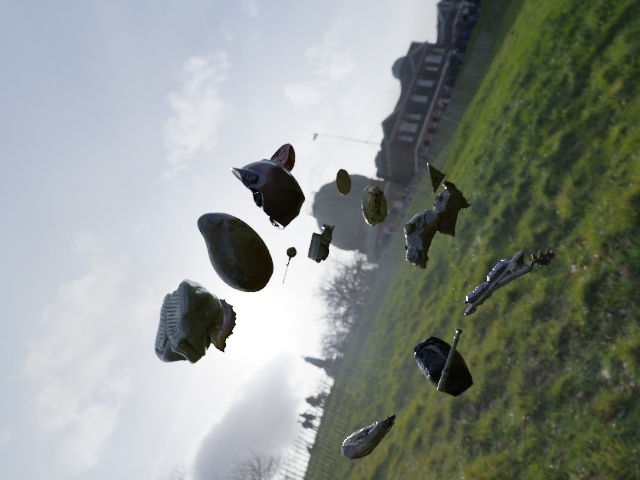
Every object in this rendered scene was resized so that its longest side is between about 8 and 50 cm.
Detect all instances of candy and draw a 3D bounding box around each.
[{"bbox_3d":[-0.151,0.115,2.252,0.049,0.056,0.184,31,-108,-59],"label":"candy"}]

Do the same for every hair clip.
[{"bbox_3d":[0.566,0.146,1.584,0.106,0.084,0.292,5,-46,-48],"label":"hair clip"}]

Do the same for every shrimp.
[{"bbox_3d":[0.141,0.554,1.391,0.190,0.101,0.042,-31,-70,-18],"label":"shrimp"}]

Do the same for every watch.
[{"bbox_3d":[0.002,0.000,2.183,0.164,0.102,0.268,-58,-10,-34],"label":"watch"}]

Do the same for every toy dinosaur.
[{"bbox_3d":[0.760,0.063,1.676,0.154,0.049,0.055,-21,-89,-31],"label":"toy dinosaur"}]

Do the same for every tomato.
[{"bbox_3d":[-0.172,-0.336,2.171,0.082,0.174,0.166,31,-132,-33],"label":"tomato"}]

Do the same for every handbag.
[{"bbox_3d":[0.472,0.483,1.865,0.215,0.155,0.169,41,-165,-33],"label":"handbag"}]

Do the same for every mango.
[{"bbox_3d":[-0.280,0.033,1.608,0.193,0.316,0.146,-35,7,9],"label":"mango"}]

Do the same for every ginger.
[{"bbox_3d":[0.302,-0.040,1.299,0.290,0.084,0.122,-48,-69,-27],"label":"ginger"}]

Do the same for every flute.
[{"bbox_3d":[0.444,0.410,1.673,0.233,0.027,0.027,-63,-22,-26],"label":"flute"}]

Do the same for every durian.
[{"bbox_3d":[-0.503,0.375,2.396,0.195,0.305,0.186,-54,-24,16],"label":"durian"}]

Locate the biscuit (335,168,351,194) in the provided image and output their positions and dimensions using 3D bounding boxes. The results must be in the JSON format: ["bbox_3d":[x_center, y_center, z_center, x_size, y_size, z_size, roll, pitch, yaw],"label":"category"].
[{"bbox_3d":[0.101,-0.256,2.126,0.120,0.015,0.120,9,-101,-54],"label":"biscuit"}]

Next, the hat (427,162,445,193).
[{"bbox_3d":[0.521,-0.282,2.159,0.146,0.067,0.145,-12,-90,-78],"label":"hat"}]

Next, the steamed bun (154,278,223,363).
[{"bbox_3d":[-0.563,0.361,2.170,0.255,0.343,0.367,12,-107,-36],"label":"steamed bun"}]

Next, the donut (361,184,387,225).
[{"bbox_3d":[0.224,-0.144,2.007,0.175,0.068,0.174,10,-101,-60],"label":"donut"}]

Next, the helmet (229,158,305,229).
[{"bbox_3d":[-0.197,-0.216,1.994,0.197,0.338,0.271,-37,-16,-3],"label":"helmet"}]
